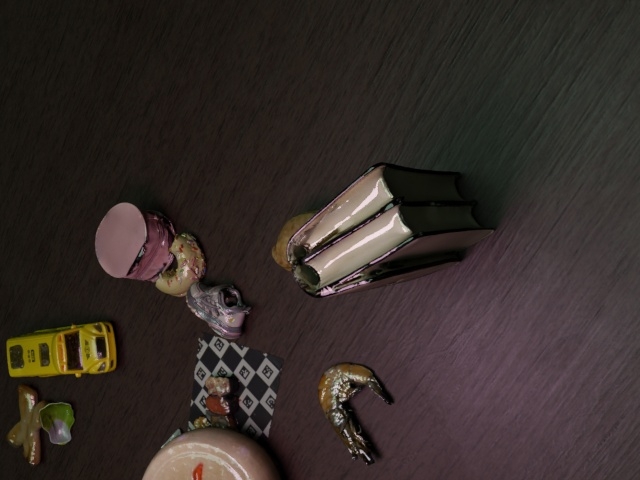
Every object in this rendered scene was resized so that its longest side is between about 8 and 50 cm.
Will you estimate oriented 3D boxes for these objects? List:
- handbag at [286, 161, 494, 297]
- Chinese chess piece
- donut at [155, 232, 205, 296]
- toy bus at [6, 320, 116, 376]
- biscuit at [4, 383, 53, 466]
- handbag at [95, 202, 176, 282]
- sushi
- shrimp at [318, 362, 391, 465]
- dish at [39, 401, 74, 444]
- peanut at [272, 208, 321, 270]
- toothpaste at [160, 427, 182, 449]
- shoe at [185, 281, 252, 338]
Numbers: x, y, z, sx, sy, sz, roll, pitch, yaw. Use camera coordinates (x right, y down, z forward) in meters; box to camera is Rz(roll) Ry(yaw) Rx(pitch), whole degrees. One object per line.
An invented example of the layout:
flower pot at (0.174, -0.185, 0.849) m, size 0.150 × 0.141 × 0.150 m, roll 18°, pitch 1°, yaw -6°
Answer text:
handbag at (0.130, -0.004, 1.222) m, size 0.237 × 0.359 × 0.160 m, roll -34°, pitch 75°, yaw 29°
Chinese chess piece at (-0.244, 0.592, 1.555) m, size 0.339 × 0.140 × 0.337 m, roll 0°, pitch 89°, yaw 17°
donut at (-0.345, 0.074, 1.704) m, size 0.108 × 0.065 × 0.165 m, roll 39°, pitch 111°, yaw 26°
toy bus at (-0.711, 0.305, 1.894) m, size 0.330 × 0.152 × 0.144 m, roll -10°, pitch 84°, yaw 33°
biscuit at (-0.868, 0.551, 2.060) m, size 0.164 × 0.047 × 0.207 m, roll 27°, pitch 104°, yaw 27°
handbag at (-0.467, 0.007, 1.753) m, size 0.179 × 0.116 × 0.205 m, roll 44°, pitch 112°, yaw 24°
sushi at (-0.229, 0.386, 1.642) m, size 0.264 × 0.050 × 0.289 m, roll 14°, pitch 98°, yaw 32°
shrimp at (0.078, 0.356, 1.446) m, size 0.150 × 0.051 × 0.217 m, roll -38°, pitch 67°, yaw 20°
dish at (-0.754, 0.521, 1.985) m, size 0.039 × 0.091 × 0.137 m, roll -130°, pitch 35°, yaw -68°
peanut at (0.000, 0.000, 1.448) m, size 0.253 × 0.122 × 0.137 m, roll -5°, pitch 98°, yaw 35°
toothpaste at (-0.300, 0.587, 1.696) m, size 0.268 × 0.047 × 0.069 m, roll 45°, pitch 129°, yaw 28°
shoe at (-0.239, 0.147, 1.623) m, size 0.180 × 0.089 × 0.092 m, roll 42°, pitch 113°, yaw 23°
